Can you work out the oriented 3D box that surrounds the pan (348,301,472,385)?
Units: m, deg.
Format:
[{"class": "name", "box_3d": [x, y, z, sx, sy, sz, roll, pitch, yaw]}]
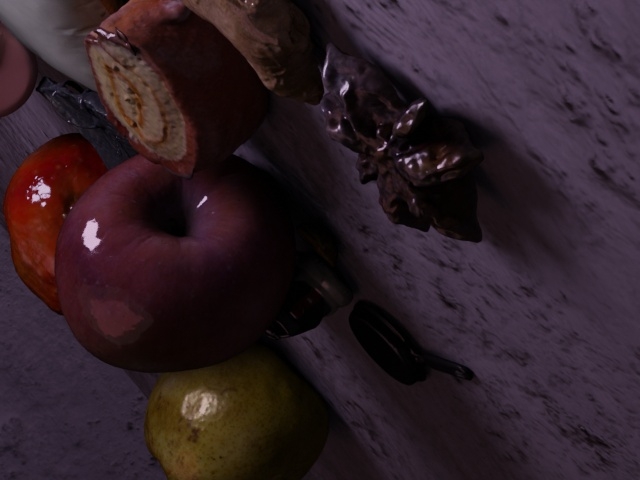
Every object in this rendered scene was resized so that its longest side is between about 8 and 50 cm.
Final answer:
[{"class": "pan", "box_3d": [0.111, 0.146, 1.646, 0.235, 0.028, 0.136, 17, 146, 57]}]

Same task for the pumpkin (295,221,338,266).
[{"class": "pumpkin", "box_3d": [0.001, 0.000, 1.593, 0.050, 0.028, 0.083, 38, 168, 31]}]

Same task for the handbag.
[{"class": "handbag", "box_3d": [-0.280, -0.153, 1.744, 0.175, 0.089, 0.270, 38, 171, -35]}]

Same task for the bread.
[{"class": "bread", "box_3d": [-0.162, -0.185, 1.423, 0.190, 0.123, 0.244, 35, 159, 21]}]

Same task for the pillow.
[{"class": "pillow", "box_3d": [-0.332, -0.302, 1.567, 0.312, 0.119, 0.310, 32, 161, 33]}]

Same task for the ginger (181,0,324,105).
[{"class": "ginger", "box_3d": [-0.068, -0.219, 1.236, 0.213, 0.074, 0.137, 52, 171, 0]}]

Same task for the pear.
[{"class": "pear", "box_3d": [-0.150, 0.318, 2.174, 0.304, 0.304, 0.304, 41, 161, 18]}]

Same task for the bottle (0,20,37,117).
[{"class": "bottle", "box_3d": [-0.508, -0.290, 1.852, 0.297, 0.173, 0.206, -136, 44, -57]}]

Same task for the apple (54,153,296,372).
[{"class": "apple", "box_3d": [-0.177, 0.031, 1.606, 0.306, 0.306, 0.235, 40, 152, 21]}]

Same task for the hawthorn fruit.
[{"class": "hawthorn fruit", "box_3d": [-0.350, -0.022, 1.927, 0.287, 0.287, 0.330, 47, 176, 2]}]

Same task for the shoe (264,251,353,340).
[{"class": "shoe", "box_3d": [-0.042, 0.081, 1.725, 0.099, 0.112, 0.227, 49, 160, -8]}]

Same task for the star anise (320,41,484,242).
[{"class": "star anise", "box_3d": [0.075, -0.078, 1.202, 0.212, 0.073, 0.197, 35, 156, 40]}]
